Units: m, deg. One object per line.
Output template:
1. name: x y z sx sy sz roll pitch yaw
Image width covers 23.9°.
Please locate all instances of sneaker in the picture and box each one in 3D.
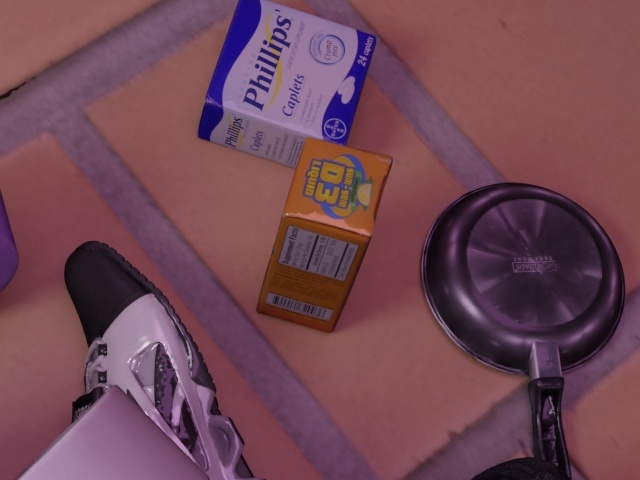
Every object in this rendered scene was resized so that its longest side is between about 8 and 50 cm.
1. sneaker: -0.156 0.155 1.244 0.146 0.122 0.330 -25 74 -20

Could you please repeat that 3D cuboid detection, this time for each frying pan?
1. frying pan: 0.174 0.084 1.375 0.197 0.053 0.326 19 63 -1

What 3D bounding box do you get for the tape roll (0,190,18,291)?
1. tape roll: -0.381 0.009 1.181 0.275 0.275 0.090 -15 71 -15

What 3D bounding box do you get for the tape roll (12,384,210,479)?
1. tape roll: -0.211 0.233 1.050 0.100 0.286 0.286 46 68 -3

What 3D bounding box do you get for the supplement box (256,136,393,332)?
1. supplement box: 0.000 0.000 1.273 0.080 0.233 0.078 17 66 -3

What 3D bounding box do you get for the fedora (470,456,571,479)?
1. fedora: 0.170 0.342 1.152 0.152 0.334 0.334 20 65 -20

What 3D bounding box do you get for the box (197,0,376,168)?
1. box: -0.031 -0.144 1.415 0.137 0.072 0.126 17 66 -2
